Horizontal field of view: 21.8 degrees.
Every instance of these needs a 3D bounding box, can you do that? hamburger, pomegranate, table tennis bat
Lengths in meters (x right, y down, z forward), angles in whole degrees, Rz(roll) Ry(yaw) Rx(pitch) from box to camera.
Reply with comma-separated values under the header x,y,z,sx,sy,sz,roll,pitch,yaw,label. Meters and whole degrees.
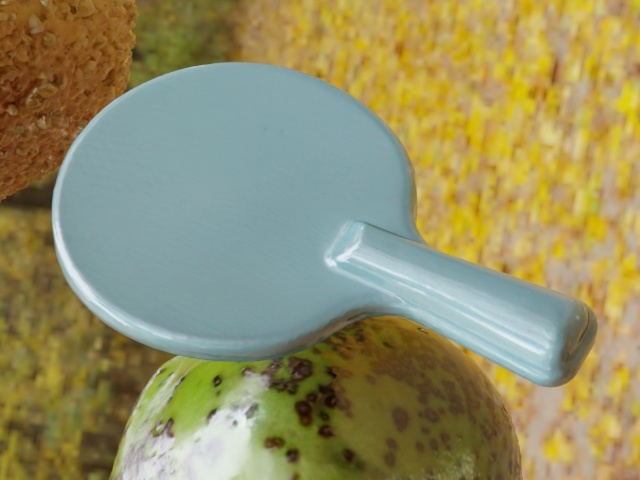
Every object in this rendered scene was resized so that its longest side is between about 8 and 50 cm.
x,y,z,sx,sy,sz,roll,pitch,yaw,label
-0.245,-0.098,0.938,0.170,0.302,0.302,62,168,5,hamburger
-0.004,0.171,0.832,0.222,0.203,0.277,6,-92,-62,pomegranate
0.000,0.000,0.677,0.149,0.237,0.038,-55,-24,-32,table tennis bat
